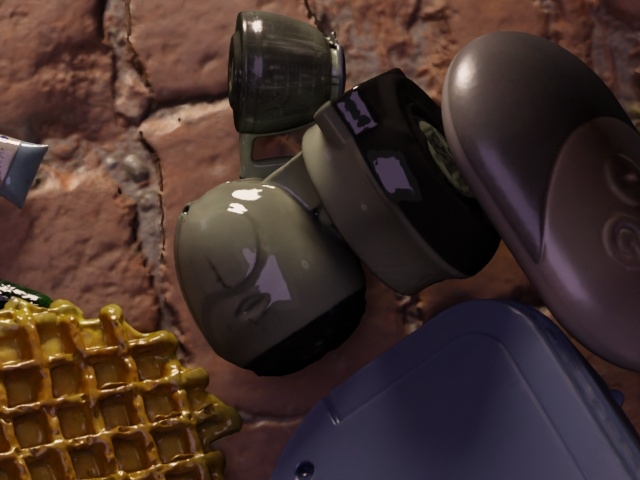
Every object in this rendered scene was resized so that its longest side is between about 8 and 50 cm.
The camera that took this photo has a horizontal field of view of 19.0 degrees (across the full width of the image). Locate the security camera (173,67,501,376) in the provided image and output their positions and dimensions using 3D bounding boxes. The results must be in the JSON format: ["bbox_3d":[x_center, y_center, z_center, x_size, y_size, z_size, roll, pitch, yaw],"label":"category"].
[{"bbox_3d":[0.000,0.000,1.656,0.277,0.197,0.191,-33,92,17],"label":"security camera"}]

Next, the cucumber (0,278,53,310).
[{"bbox_3d":[-0.334,0.045,1.772,0.184,0.033,0.036,9,59,7],"label":"cucumber"}]

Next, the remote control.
[{"bbox_3d":[0.224,-0.035,1.635,0.103,0.221,0.332,-39,82,39],"label":"remote control"}]

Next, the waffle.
[{"bbox_3d":[-0.225,0.180,1.670,0.309,0.065,0.283,30,58,-2],"label":"waffle"}]

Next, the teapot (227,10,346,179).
[{"bbox_3d":[-0.028,-0.133,1.722,0.108,0.111,0.149,0,77,-7],"label":"teapot"}]

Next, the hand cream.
[{"bbox_3d":[-0.344,-0.090,1.786,0.171,0.043,0.065,22,87,4],"label":"hand cream"}]

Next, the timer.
[{"bbox_3d":[0.116,0.271,1.575,0.395,0.173,0.395,-14,57,24],"label":"timer"}]
